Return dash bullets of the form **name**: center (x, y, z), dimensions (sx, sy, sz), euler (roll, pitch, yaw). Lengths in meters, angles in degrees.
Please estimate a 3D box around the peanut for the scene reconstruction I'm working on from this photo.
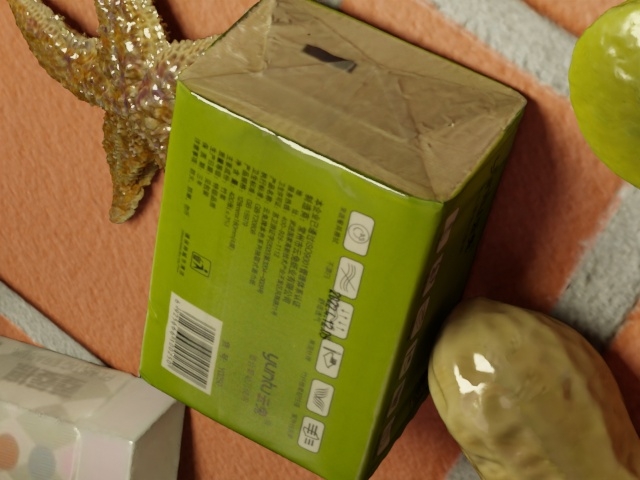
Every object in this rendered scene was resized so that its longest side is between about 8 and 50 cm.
- **peanut**: center (0.184, 0.172, 1.102), dimensions (0.149, 0.149, 0.313), euler (-28, 97, 46)

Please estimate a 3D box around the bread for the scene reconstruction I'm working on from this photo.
- **bread**: center (0.209, -0.096, 0.912), dimensions (0.111, 0.114, 0.129), euler (24, 132, 25)

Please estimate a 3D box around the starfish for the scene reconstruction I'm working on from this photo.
- **starfish**: center (-0.144, -0.109, 1.230), dimensions (0.299, 0.060, 0.302), euler (13, 127, 29)

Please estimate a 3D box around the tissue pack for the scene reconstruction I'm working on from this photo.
- **tissue pack**: center (0.000, 0.000, 1.107), dimensions (0.200, 0.167, 0.275), euler (25, 131, 14)

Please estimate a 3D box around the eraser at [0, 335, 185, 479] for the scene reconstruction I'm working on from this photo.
- **eraser**: center (-0.315, 0.201, 1.507), dimensions (0.397, 0.082, 0.213), euler (11, 97, 32)
